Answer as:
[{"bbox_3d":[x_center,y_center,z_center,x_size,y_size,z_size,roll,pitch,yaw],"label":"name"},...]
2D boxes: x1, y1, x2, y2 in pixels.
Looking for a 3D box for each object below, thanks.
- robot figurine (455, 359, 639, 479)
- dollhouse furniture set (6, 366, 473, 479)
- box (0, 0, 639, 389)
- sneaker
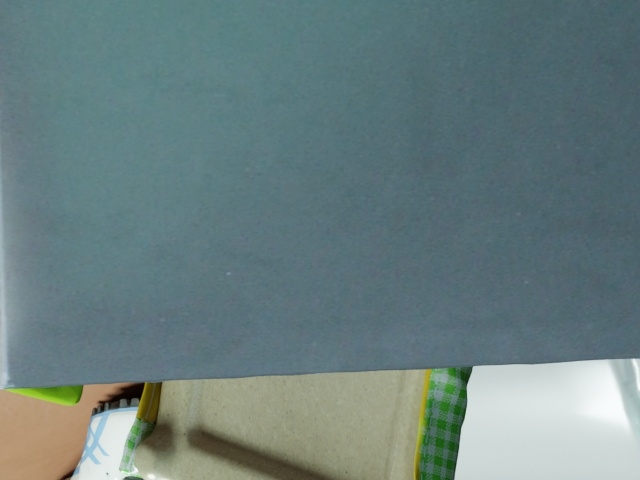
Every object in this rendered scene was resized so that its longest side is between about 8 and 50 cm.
[{"bbox_3d":[0.158,0.038,0.918,0.353,0.200,0.300,-5,130,43],"label":"robot figurine"},{"bbox_3d":[0.000,0.000,0.718,0.151,0.198,0.301,6,-176,-42],"label":"dollhouse furniture set"},{"bbox_3d":[0.069,-0.134,0.501,0.343,0.312,0.179,-2,131,-9],"label":"box"},{"bbox_3d":[-0.142,0.181,1.277,0.085,0.086,0.237,7,146,-21],"label":"sneaker"}]
